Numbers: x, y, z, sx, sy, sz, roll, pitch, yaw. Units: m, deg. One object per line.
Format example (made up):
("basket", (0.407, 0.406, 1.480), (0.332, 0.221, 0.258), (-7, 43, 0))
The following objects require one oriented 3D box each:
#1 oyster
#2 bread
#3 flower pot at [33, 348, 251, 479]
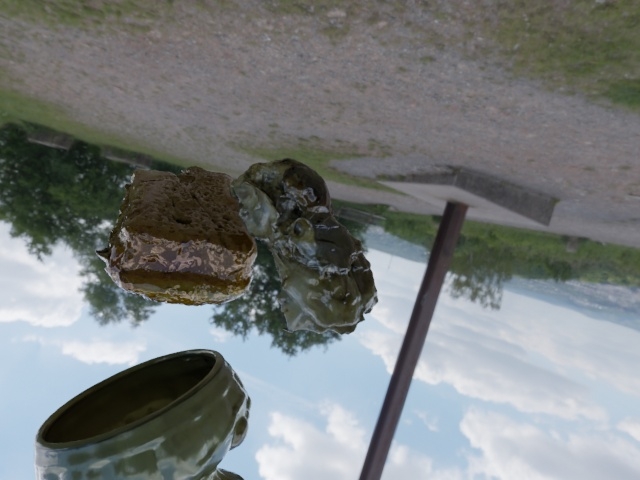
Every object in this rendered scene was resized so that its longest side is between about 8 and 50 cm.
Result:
("oyster", (-0.011, -0.003, 0.556), (0.233, 0.107, 0.161), (51, -152, 3))
("bread", (-0.204, -0.031, 0.686), (0.185, 0.109, 0.380), (7, -160, -18))
("flower pot", (-0.240, 0.331, 0.713), (0.307, 0.244, 0.307), (-16, -171, 3))
